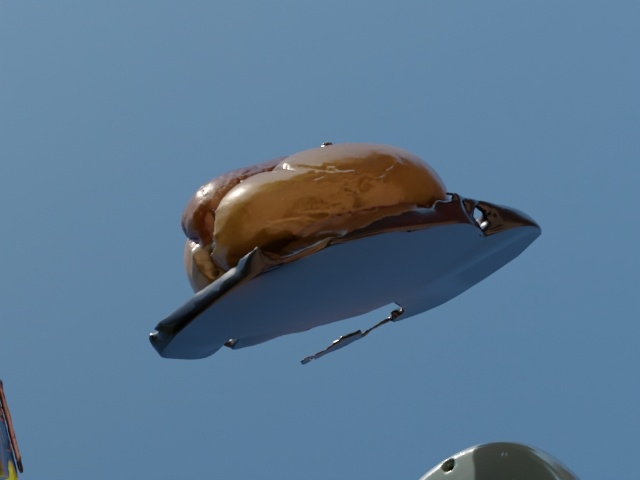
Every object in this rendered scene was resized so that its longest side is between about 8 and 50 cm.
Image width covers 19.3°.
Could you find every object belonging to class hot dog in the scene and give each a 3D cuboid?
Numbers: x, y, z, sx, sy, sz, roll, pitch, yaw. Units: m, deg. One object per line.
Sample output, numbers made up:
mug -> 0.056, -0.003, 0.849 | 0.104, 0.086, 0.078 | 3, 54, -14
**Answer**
hot dog -> 0.003, -0.003, 1.377 | 0.326, 0.194, 0.107 | 4, -128, -57

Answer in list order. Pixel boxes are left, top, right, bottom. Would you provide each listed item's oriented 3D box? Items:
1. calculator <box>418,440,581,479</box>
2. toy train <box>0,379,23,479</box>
calculator -> 0.127, 0.259, 1.258 | 0.185, 0.299, 0.041 | -31, -48, 14
toy train -> -0.271, 0.030, 1.172 | 0.100, 0.160, 0.296 | -15, -99, -2
